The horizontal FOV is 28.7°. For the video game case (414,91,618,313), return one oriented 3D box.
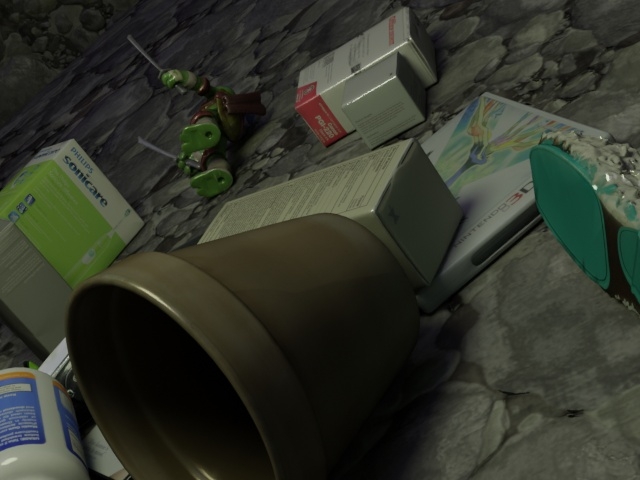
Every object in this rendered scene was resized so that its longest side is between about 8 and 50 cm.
[{"bbox_3d":[0.175,-0.061,1.571,0.300,0.036,0.329,-40,23,-5],"label":"video game case"}]

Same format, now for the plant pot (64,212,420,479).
[{"bbox_3d":[-0.057,0.115,1.296,0.280,0.323,0.323,-33,17,-36],"label":"plant pot"}]

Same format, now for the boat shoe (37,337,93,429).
[{"bbox_3d":[-0.306,0.187,1.713,0.102,0.108,0.301,27,73,29],"label":"boat shoe"}]

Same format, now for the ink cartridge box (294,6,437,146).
[{"bbox_3d":[0.075,-0.266,2.016,0.218,0.092,0.158,-31,24,19],"label":"ink cartridge box"}]

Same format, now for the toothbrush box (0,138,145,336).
[{"bbox_3d":[-0.475,-0.004,2.161,0.122,0.206,0.283,-8,38,50],"label":"toothbrush box"}]

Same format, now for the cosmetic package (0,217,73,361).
[{"bbox_3d":[-0.455,0.083,1.939,0.107,0.238,0.127,-49,29,-20],"label":"cosmetic package"}]

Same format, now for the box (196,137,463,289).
[{"bbox_3d":[0.000,0.000,1.505,0.311,0.121,0.148,-16,31,39],"label":"box"}]

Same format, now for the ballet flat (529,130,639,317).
[{"bbox_3d":[0.324,0.000,1.179,0.147,0.147,0.409,-35,27,5],"label":"ballet flat"}]

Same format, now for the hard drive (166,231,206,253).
[{"bbox_3d":[-0.210,0.068,1.849,0.254,0.054,0.172,-28,25,21],"label":"hard drive"}]

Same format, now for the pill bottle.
[{"bbox_3d":[-0.361,0.286,1.524,0.152,0.152,0.272,-36,32,2],"label":"pill bottle"}]

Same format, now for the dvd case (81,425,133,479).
[{"bbox_3d":[-0.206,0.212,1.621,0.253,0.022,0.180,-48,25,-23],"label":"dvd case"}]

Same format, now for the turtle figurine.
[{"bbox_3d":[-0.241,-0.194,2.206,0.266,0.274,0.198,-101,32,-60],"label":"turtle figurine"}]

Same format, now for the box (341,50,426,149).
[{"bbox_3d":[0.097,-0.213,1.892,0.101,0.087,0.102,-28,25,20],"label":"box"}]

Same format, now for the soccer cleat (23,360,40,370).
[{"bbox_3d":[-0.478,0.255,1.856,0.179,0.072,0.060,-47,25,-20],"label":"soccer cleat"}]
